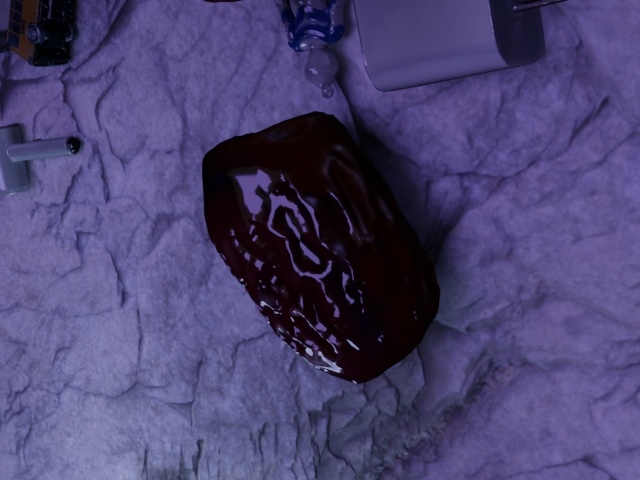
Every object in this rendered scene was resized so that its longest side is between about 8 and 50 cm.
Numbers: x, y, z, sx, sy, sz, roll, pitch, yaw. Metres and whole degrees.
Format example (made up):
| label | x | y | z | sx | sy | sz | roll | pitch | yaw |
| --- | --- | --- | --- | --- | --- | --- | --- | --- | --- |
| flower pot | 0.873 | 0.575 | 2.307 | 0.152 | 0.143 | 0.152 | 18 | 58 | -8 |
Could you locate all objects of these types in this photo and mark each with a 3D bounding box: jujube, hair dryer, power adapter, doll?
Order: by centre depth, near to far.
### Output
| label | x | y | z | sx | sy | sz | roll | pitch | yaw |
| --- | --- | --- | --- | --- | --- | --- | --- | --- | --- |
| power adapter | 0.172 | -0.287 | 1.174 | 0.255 | 0.124 | 0.186 | -4 | 101 | 41 |
| jujube | 0.000 | 0.000 | 1.328 | 0.376 | 0.258 | 0.258 | 50 | 129 | 1 |
| doll | -0.010 | -0.306 | 1.366 | 0.114 | 0.057 | 0.227 | -5 | 90 | 34 |
| hair dryer | -0.523 | -0.156 | 1.835 | 0.237 | 0.073 | 0.131 | -4 | 101 | 31 |

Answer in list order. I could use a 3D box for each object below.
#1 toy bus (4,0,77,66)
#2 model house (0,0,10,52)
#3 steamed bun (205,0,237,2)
| label | x | y | z | sx | sy | sz | roll | pitch | yaw |
| --- | --- | --- | --- | --- | --- | --- | --- | --- | --- |
| toy bus | -0.476 | -0.396 | 1.699 | 0.103 | 0.091 | 0.182 | 29 | 118 | 31 |
| model house | -0.686 | -0.444 | 1.832 | 0.301 | 0.190 | 0.271 | -8 | 101 | 56 |
| steamed bun | -0.161 | -0.486 | 1.205 | 0.379 | 0.235 | 0.248 | 31 | 135 | -20 |
